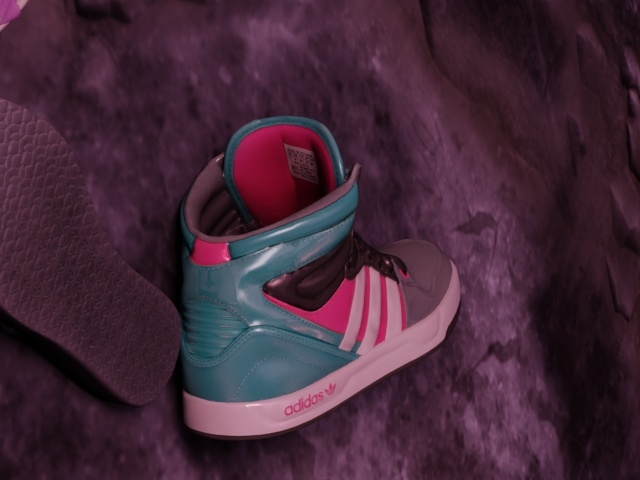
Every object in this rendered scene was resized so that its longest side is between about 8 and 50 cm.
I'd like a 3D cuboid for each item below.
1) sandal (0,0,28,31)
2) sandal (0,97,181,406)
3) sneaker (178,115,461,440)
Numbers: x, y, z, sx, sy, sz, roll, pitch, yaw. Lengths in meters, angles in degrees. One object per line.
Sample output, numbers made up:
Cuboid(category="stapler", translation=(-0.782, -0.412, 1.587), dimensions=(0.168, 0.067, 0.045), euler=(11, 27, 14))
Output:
Cuboid(category="sandal", translation=(-0.190, -0.111, 0.783), dimensions=(0.169, 0.102, 0.416), euler=(57, 22, -31))
Cuboid(category="sandal", translation=(-0.158, 0.017, 0.981), dimensions=(0.097, 0.054, 0.254), euler=(-64, 148, -28))
Cuboid(category="sneaker", translation=(0.000, 0.000, 1.169), dimensions=(0.295, 0.123, 0.178), euler=(-29, 120, -55))
